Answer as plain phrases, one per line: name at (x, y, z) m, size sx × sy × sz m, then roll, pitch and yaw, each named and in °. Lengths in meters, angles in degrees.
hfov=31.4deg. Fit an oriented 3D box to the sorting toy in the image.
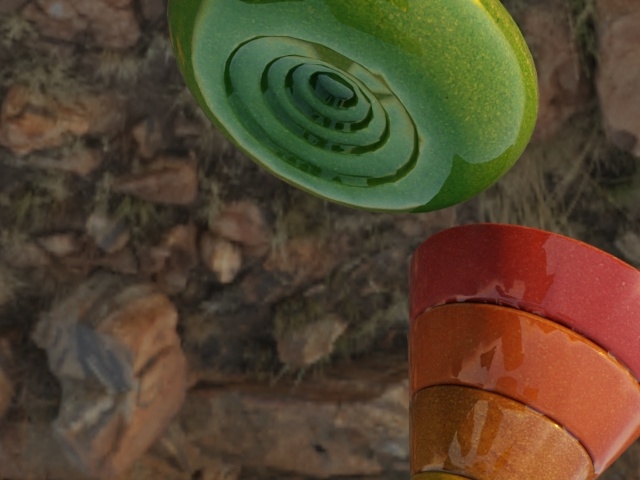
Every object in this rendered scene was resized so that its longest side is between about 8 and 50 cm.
sorting toy at (0.000, 0.000, 0.358) m, size 0.127 × 0.126 × 0.365 m, roll -2°, pitch 140°, yaw 43°
